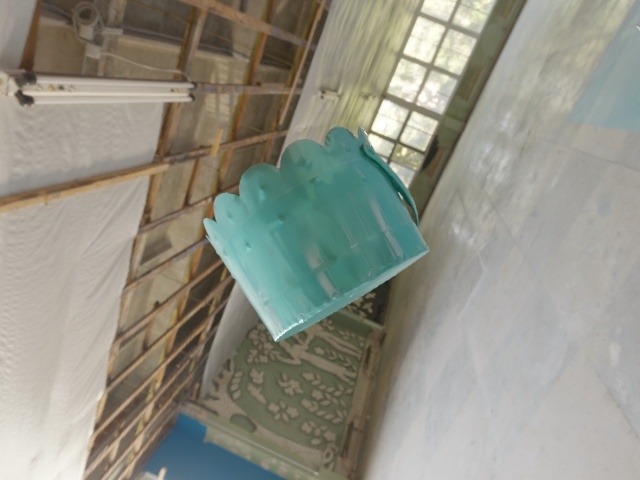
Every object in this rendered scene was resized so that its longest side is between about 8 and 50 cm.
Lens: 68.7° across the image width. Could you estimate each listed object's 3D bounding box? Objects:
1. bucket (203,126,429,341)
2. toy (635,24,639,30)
[{"bbox_3d":[0.000,0.000,0.644,0.281,0.183,0.281,-29,-10,-6],"label":"bucket"},{"bbox_3d":[0.345,-0.120,0.360,0.056,0.137,0.237,-40,14,33],"label":"toy"}]
